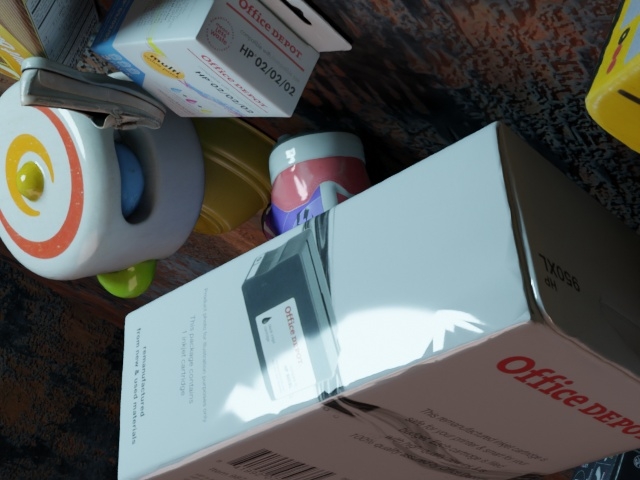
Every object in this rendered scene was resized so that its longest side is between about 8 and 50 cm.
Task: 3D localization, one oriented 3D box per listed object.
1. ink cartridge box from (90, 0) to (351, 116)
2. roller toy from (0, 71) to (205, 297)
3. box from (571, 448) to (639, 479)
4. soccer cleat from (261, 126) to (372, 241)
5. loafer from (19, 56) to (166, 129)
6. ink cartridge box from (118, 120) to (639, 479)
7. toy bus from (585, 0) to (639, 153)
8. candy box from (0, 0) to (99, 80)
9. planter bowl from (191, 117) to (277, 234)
[{"bbox_3d":[-0.077,-0.144,0.765,0.181,0.061,0.104,7,158,48],"label":"ink cartridge box"},{"bbox_3d":[-0.220,-0.064,0.951,0.146,0.191,0.209,-13,-125,-49],"label":"roller toy"},{"bbox_3d":[0.496,0.354,1.429,0.247,0.163,0.142,25,169,-4],"label":"box"},{"bbox_3d":[0.000,0.000,0.993,0.109,0.116,0.318,-8,163,-4],"label":"soccer cleat"},{"bbox_3d":[-0.183,-0.107,0.813,0.125,0.039,0.045,18,162,-37],"label":"loafer"},{"bbox_3d":[0.071,0.104,0.840,0.395,0.166,0.285,-27,143,32],"label":"ink cartridge box"},{"bbox_3d":[0.294,-0.043,0.471,0.333,0.108,0.130,26,163,-5],"label":"toy bus"},{"bbox_3d":[-0.275,-0.228,0.723,0.183,0.087,0.316,23,166,1],"label":"candy box"},{"bbox_3d":[-0.131,-0.066,1.064,0.217,0.090,0.217,21,165,6],"label":"planter bowl"}]
